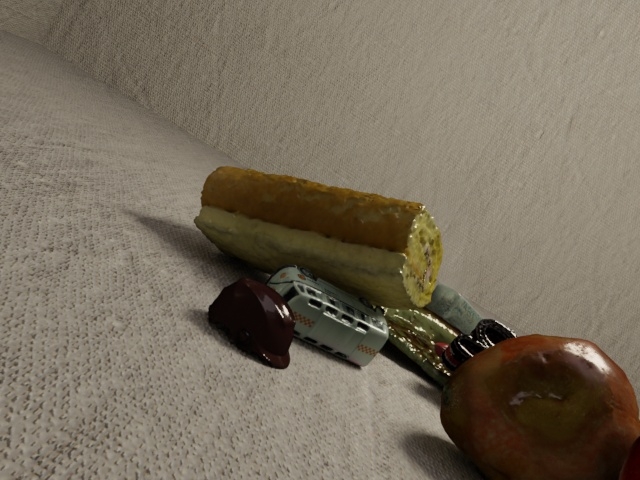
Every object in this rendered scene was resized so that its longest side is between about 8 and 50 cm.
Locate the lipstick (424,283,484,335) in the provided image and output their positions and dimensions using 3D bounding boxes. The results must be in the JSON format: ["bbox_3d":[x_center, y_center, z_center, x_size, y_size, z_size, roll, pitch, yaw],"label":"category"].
[{"bbox_3d":[0.326,0.196,1.557,0.290,0.076,0.077,41,-6,-40],"label":"lipstick"}]

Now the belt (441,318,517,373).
[{"bbox_3d":[0.352,0.268,1.108,0.359,0.126,0.094,39,-30,12],"label":"belt"}]

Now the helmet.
[{"bbox_3d":[-0.073,0.092,0.865,0.123,0.070,0.098,32,6,19],"label":"helmet"}]

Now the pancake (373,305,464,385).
[{"bbox_3d":[0.180,0.174,1.319,0.427,0.067,0.305,36,11,5],"label":"pancake"}]

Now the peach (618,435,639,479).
[{"bbox_3d":[0.404,0.306,0.678,0.245,0.248,0.275,-26,52,-32],"label":"peach"}]

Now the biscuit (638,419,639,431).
[{"bbox_3d":[0.722,0.419,1.995,0.350,0.078,0.455,20,13,-42],"label":"biscuit"}]

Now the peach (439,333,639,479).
[{"bbox_3d":[0.261,0.221,0.880,0.236,0.214,0.214,12,8,-4],"label":"peach"}]

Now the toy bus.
[{"bbox_3d":[0.008,0.112,1.030,0.194,0.087,0.089,29,17,-24],"label":"toy bus"}]

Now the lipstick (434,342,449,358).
[{"bbox_3d":[0.275,0.222,1.209,0.186,0.063,0.057,30,23,2],"label":"lipstick"}]

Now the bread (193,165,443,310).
[{"bbox_3d":[0.000,0.000,1.174,0.376,0.165,0.236,14,-12,21],"label":"bread"}]
